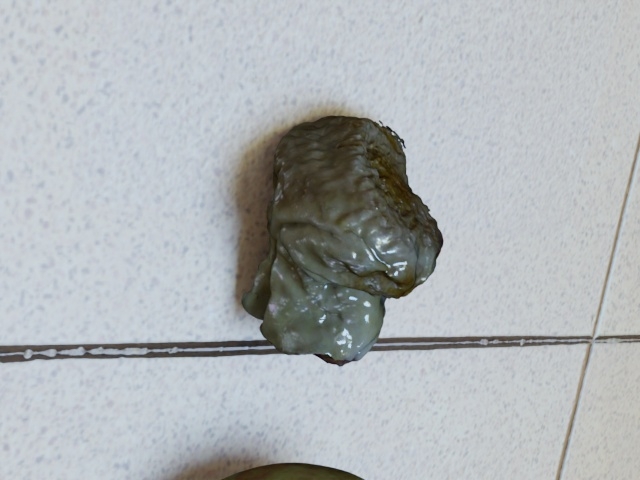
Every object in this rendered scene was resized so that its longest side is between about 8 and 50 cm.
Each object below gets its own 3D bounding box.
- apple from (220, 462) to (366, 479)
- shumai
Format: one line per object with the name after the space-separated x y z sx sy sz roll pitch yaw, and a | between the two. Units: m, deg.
-0.025 0.330 1.274 0.234 0.256 0.257 -15 115 -58 | apple
-0.002 -0.001 1.288 0.185 0.218 0.184 -36 135 19 | shumai
